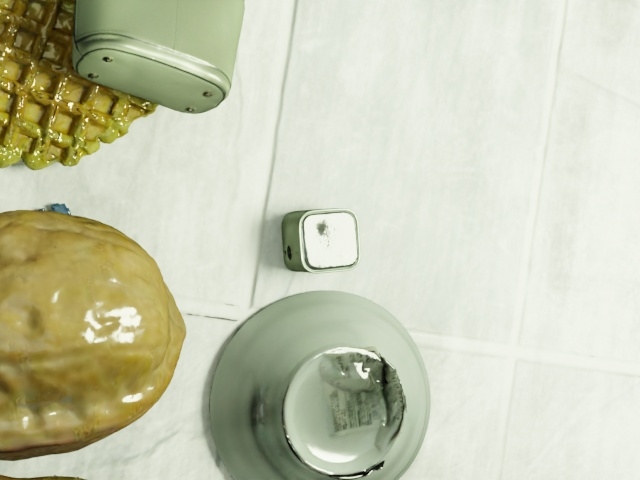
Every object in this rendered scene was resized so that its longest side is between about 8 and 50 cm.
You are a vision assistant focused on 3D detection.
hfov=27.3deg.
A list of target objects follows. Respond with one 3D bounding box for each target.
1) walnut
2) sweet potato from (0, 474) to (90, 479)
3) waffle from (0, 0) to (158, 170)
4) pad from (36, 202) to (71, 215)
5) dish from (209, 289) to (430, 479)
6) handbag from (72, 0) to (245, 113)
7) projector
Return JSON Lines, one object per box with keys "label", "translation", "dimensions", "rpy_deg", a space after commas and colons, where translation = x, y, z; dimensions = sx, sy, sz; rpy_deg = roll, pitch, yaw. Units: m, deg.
{"label": "walnut", "translation": [-0.324, 0.108, 1.509], "dimensions": [0.344, 0.306, 0.306], "rpy_deg": [2, 90, -16]}
{"label": "sweet potato", "translation": [-0.353, 0.324, 1.639], "dimensions": [0.244, 0.077, 0.077], "rpy_deg": [8, 88, -5]}
{"label": "waffle", "translation": [-0.338, -0.226, 1.644], "dimensions": [0.291, 0.051, 0.291], "rpy_deg": [0, 91, -20]}
{"label": "pad", "translation": [-0.398, 0.117, 1.650], "dimensions": [0.270, 0.012, 0.269], "rpy_deg": [-23, 98, -17]}
{"label": "dish", "translation": [0.016, 0.221, 1.738], "dimensions": [0.317, 0.106, 0.316], "rpy_deg": [0, 90, -18]}
{"label": "handbag", "translation": [-0.198, -0.325, 1.657], "dimensions": [0.241, 0.109, 0.315], "rpy_deg": [18, 59, -30]}
{"label": "projector", "translation": [0.000, 0.000, 1.742], "dimensions": [0.083, 0.082, 0.083], "rpy_deg": [-4, 92, -19]}
